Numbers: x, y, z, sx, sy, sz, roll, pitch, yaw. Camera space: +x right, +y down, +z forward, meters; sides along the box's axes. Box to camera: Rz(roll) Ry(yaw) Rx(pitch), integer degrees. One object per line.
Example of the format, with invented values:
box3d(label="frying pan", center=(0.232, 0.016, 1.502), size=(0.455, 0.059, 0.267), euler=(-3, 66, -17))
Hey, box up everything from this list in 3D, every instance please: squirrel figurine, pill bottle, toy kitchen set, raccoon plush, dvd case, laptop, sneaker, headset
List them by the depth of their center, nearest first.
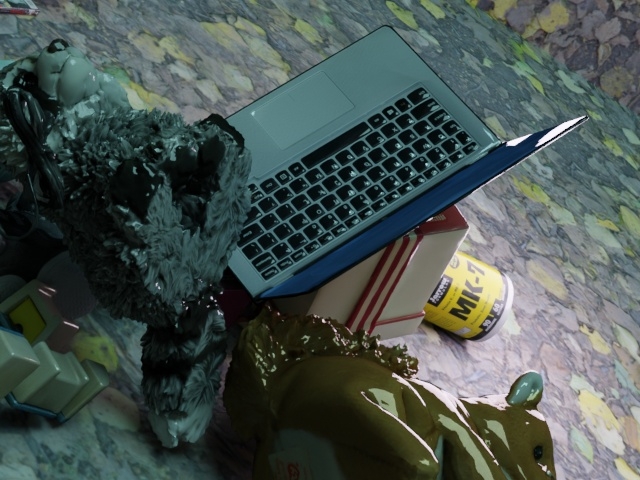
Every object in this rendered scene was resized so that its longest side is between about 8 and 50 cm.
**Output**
box3d(label="headset", center=(-0.441, -0.047, 1.538), size=(0.394, 0.185, 0.243), euler=(-5, 29, 10))
box3d(label="toy kitchen set", center=(-0.349, 0.119, 1.702), size=(0.166, 0.122, 0.207), euler=(54, 10, 27))
box3d(label="raccoon plush", center=(-0.266, 0.000, 1.768), size=(0.299, 0.446, 0.216), euler=(18, 18, 27))
box3d(label="sneaker", center=(-0.380, -0.010, 1.849), size=(0.268, 0.101, 0.153), euler=(27, 26, -31))
box3d(label="squirrel figurine", center=(0.093, 0.218, 1.864), size=(0.370, 0.281, 0.397), euler=(-6, 40, -40))
box3d(label="laptop", center=(0.039, -0.114, 1.899), size=(0.408, 0.382, 0.236), euler=(50, -17, 29))
box3d(label="dvd case", center=(-0.483, -0.369, 2.360), size=(0.087, 0.013, 0.119), euler=(50, 29, 19))
box3d(label="pill bottle", center=(0.181, 0.067, 2.420), size=(0.208, 0.119, 0.119), euler=(25, 30, -26))

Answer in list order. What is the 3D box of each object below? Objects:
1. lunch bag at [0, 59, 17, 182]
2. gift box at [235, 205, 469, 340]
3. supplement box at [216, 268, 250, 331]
box3d(label="lunch bag", center=(-0.443, -0.170, 1.902), size=(0.262, 0.160, 0.223), euler=(41, 7, 0))
box3d(label="gift box", center=(0.000, 0.000, 2.153), size=(0.276, 0.258, 0.255), euler=(-6, 50, -29))
box3d(label="supplement box", center=(-0.175, 0.028, 2.038), size=(0.081, 0.104, 0.188), euler=(2, 45, -50))
